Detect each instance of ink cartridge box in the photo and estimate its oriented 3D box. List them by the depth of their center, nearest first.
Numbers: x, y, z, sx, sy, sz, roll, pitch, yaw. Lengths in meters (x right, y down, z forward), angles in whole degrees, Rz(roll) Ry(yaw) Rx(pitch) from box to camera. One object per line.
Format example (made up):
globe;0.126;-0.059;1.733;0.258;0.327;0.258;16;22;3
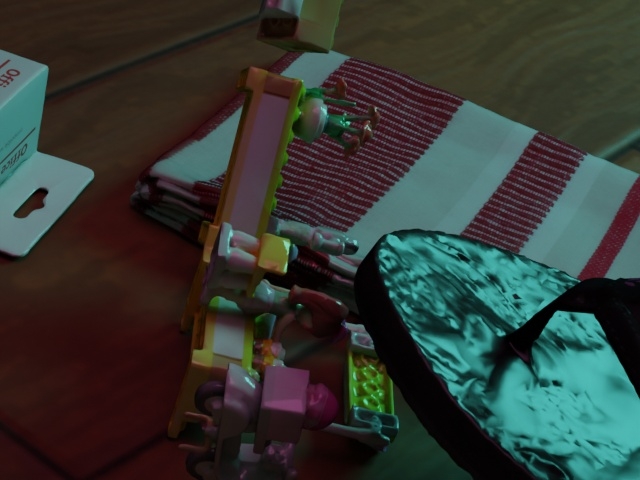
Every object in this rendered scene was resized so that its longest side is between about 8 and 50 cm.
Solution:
ink cartridge box;-0.217;-0.066;0.916;0.180;0.060;0.104;19;34;8

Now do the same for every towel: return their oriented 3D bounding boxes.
towel;0.088;-0.016;0.976;0.329;0.037;0.237;24;34;15

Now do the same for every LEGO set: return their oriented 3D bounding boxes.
LEGO set;0.000;0.000;0.836;0.107;0.132;0.287;14;56;-9

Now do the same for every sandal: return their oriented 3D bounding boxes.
sandal;0.212;0.111;0.712;0.446;0.107;0.167;37;30;18
